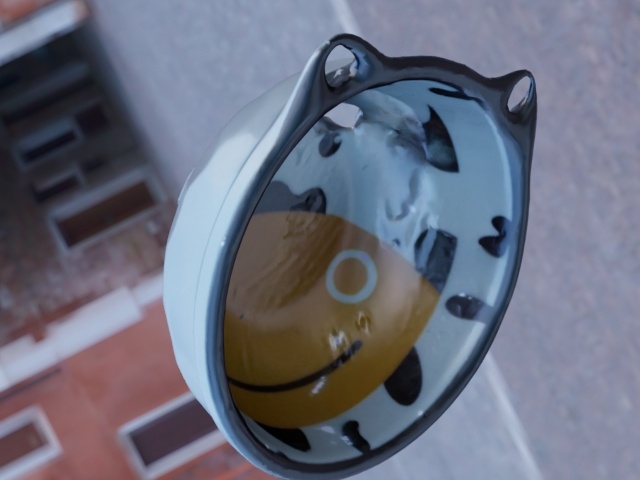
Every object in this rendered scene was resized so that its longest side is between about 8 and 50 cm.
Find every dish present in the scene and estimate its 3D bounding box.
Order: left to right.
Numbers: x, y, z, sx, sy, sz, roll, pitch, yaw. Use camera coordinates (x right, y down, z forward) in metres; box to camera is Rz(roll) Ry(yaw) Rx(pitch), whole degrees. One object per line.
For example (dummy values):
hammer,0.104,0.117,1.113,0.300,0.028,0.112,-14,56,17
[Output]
dish,0.000,0.000,1.187,0.120,0.303,0.303,25,148,41
